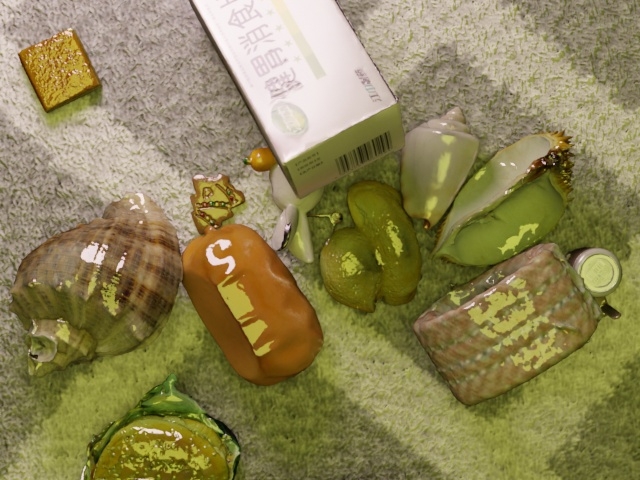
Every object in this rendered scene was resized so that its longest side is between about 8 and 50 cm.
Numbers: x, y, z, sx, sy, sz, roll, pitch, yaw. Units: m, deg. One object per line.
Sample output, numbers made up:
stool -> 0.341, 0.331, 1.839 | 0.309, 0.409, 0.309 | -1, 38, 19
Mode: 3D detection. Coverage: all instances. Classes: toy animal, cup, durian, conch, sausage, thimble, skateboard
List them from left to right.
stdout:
conch -> -0.318, 0.054, 1.831 | 0.159, 0.210, 0.291 | 31, 75, -45
sausage -> -0.099, 0.087, 1.873 | 0.136, 0.120, 0.241 | -38, 93, -35
toy animal -> -0.030, -0.074, 1.875 | 0.181, 0.127, 0.131 | -52, 130, -2
skateboard -> 0.000, 0.000, 1.926 | 0.064, 0.032, 0.083 | 1, 87, 8
conch -> 0.165, -0.106, 1.908 | 0.104, 0.094, 0.176 | 16, 99, -9
thimble -> 0.251, 0.113, 1.841 | 0.229, 0.196, 0.148 | -31, 95, 34
durian -> 0.263, -0.048, 1.881 | 0.252, 0.139, 0.144 | -31, 90, 18
cup -> 0.382, 0.060, 1.903 | 0.074, 0.099, 0.102 | 0, 89, -2

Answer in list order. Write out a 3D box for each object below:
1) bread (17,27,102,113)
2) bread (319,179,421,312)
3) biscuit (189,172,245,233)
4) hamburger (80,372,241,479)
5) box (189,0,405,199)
bread -> -0.370, -0.241, 1.910 | 0.090, 0.035, 0.094 | -26, 90, -2
bread -> 0.072, 0.008, 1.895 | 0.150, 0.065, 0.187 | -9, 93, -15
biscuit -> -0.156, -0.052, 1.925 | 0.082, 0.016, 0.092 | 26, 87, -2
hamburger -> -0.216, 0.306, 1.860 | 0.214, 0.125, 0.235 | 18, 102, -12
box -> -0.037, -0.245, 1.823 | 0.173, 0.145, 0.332 | -28, 70, -4
